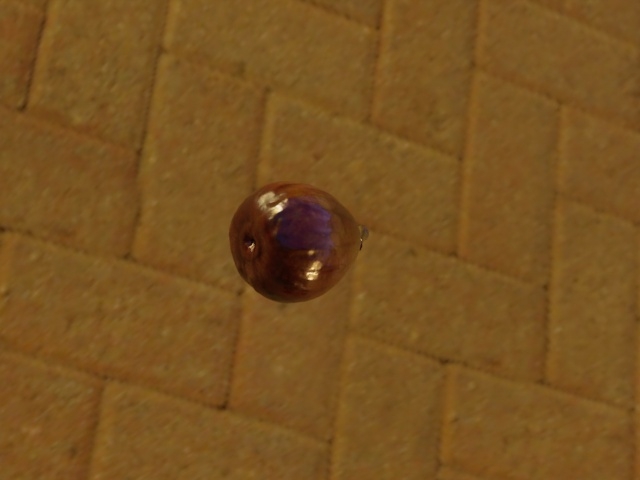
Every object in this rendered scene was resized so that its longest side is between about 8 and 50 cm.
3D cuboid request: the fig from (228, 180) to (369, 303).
[{"bbox_3d":[0.000,0.000,1.110,0.125,0.089,0.088,-4,70,-39],"label":"fig"}]
